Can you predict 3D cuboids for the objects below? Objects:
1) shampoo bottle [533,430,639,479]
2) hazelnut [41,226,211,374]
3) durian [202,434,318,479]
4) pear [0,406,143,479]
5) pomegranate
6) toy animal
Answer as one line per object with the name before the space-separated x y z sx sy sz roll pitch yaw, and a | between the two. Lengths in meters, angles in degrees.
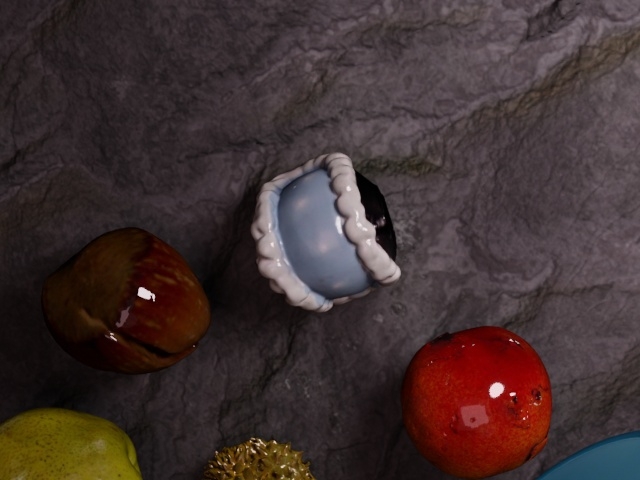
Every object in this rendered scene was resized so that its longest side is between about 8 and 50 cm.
shampoo bottle | 0.428 0.487 1.515 0.331 0.331 0.342 -34 97 21
hazelnut | -0.272 0.087 1.652 0.234 0.218 0.218 5 109 33
durian | -0.103 0.418 1.740 0.183 0.138 0.249 19 105 17
pear | -0.406 0.399 1.734 0.294 0.294 0.294 4 108 13
pomegranate | 0.209 0.222 1.563 0.210 0.210 0.235 28 152 4
toy animal | 0.000 0.000 1.564 0.204 0.156 0.208 -21 97 16
